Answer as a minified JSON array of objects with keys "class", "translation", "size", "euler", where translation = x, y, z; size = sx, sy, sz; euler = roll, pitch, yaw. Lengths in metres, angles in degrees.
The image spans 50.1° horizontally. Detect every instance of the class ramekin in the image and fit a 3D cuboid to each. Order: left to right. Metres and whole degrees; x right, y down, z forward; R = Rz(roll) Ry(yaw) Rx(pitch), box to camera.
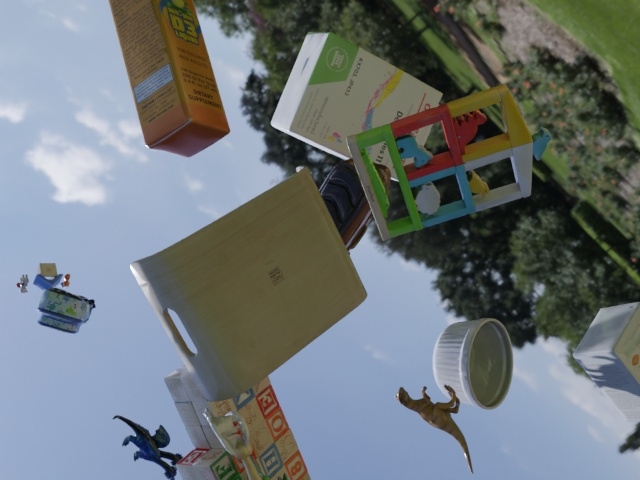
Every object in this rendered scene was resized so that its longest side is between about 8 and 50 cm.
[{"class":"ramekin","translation":[0.350,0.282,1.588],"size":[0.109,0.207,0.207],"euler":[-3,153,43]}]

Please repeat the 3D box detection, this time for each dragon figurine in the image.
[{"class":"dragon figurine","translation":[-0.513,0.612,2.075],"size":[0.085,0.144,0.289],"euler":[-61,-37,-49]}]

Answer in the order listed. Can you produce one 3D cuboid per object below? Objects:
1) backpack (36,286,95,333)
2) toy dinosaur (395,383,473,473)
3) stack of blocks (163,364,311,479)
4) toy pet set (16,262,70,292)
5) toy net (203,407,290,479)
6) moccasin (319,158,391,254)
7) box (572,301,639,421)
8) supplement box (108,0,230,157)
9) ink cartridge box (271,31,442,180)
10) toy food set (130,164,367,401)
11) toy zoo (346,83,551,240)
[{"class":"backpack","translation":[-0.521,0.143,1.389],"size":[0.105,0.084,0.114],"euler":[19,167,-10]},{"class":"toy dinosaur","translation":[0.249,0.362,1.400],"size":[0.212,0.112,0.064],"euler":[37,164,11]},{"class":"stack of blocks","translation":[-0.137,0.327,1.094],"size":[0.171,0.087,0.297],"euler":[-32,-75,-48]},{"class":"toy pet set","translation":[-0.666,0.109,1.677],"size":[0.122,0.114,0.065],"euler":[1,-123,-37]},{"class":"toy net","translation":[-0.092,0.302,0.965],"size":[0.232,0.045,0.122],"euler":[62,172,-26]},{"class":"moccasin","translation":[-0.002,-0.002,1.305],"size":[0.139,0.380,0.147],"euler":[44,-152,22]},{"class":"box","translation":[0.560,0.218,1.225],"size":[0.170,0.130,0.091],"euler":[50,150,-8]},{"class":"supplement box","translation":[-0.187,-0.223,0.832],"size":[0.078,0.080,0.233],"euler":[5,-118,-58]},{"class":"ink cartridge box","translation":[0.104,-0.254,1.397],"size":[0.354,0.207,0.119],"euler":[20,-174,-27]},{"class":"toy food set","translation":[-0.086,0.052,0.969],"size":[0.092,0.306,0.219],"euler":[-5,115,55]},{"class":"toy zoo","translation":[0.208,-0.122,1.062],"size":[0.030,0.293,0.192],"euler":[-95,-16,-55]}]
